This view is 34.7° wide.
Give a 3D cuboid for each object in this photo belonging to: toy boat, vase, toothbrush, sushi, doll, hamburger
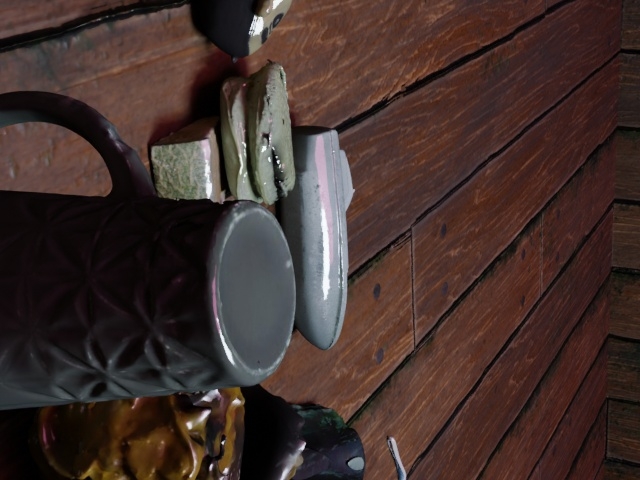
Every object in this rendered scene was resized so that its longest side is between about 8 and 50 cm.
[{"bbox_3d":[0.000,0.000,1.157,0.085,0.078,0.261,-16,109,-45],"label":"toy boat"},{"bbox_3d":[-0.168,0.023,0.626,0.156,0.300,0.251,31,60,-61],"label":"vase"},{"bbox_3d":[0.119,0.351,1.547,0.017,0.014,0.162,-45,137,-29],"label":"toothbrush"},{"bbox_3d":[-0.136,0.153,0.807,0.204,0.200,0.213,20,80,-59],"label":"sushi"},{"bbox_3d":[-0.067,-0.257,0.967,0.088,0.102,0.179,9,93,-20],"label":"doll"},{"bbox_3d":[-0.059,-0.101,1.005,0.133,0.062,0.140,-77,159,-66],"label":"hamburger"}]

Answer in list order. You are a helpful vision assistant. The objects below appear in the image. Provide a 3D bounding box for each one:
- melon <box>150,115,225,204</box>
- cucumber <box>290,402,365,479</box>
[{"bbox_3d":[-0.115,-0.022,0.982,0.098,0.054,0.182,-53,143,-68],"label":"melon"},{"bbox_3d":[-0.007,0.256,1.217,0.193,0.085,0.115,18,82,-56],"label":"cucumber"}]
